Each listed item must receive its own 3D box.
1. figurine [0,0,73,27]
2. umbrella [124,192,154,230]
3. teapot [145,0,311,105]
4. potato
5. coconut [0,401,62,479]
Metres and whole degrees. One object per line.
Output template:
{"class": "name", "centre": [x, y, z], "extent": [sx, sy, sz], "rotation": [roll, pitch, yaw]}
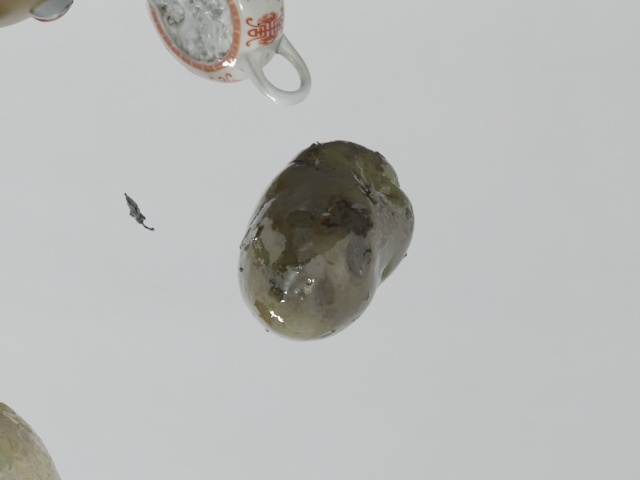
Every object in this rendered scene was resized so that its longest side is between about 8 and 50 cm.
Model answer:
{"class": "figurine", "centre": [-0.287, -0.227, 1.268], "extent": [0.167, 0.343, 0.285], "rotation": [18, 157, -30]}
{"class": "umbrella", "centre": [-0.221, -0.035, 1.894], "extent": [0.022, 0.013, 0.122], "rotation": [21, 164, 17]}
{"class": "teapot", "centre": [-0.095, -0.225, 1.552], "extent": [0.116, 0.245, 0.159], "rotation": [-24, 151, -50]}
{"class": "potato", "centre": [0.000, 0.000, 1.633], "extent": [0.165, 0.165, 0.262], "rotation": [-4, -150, 30]}
{"class": "coconut", "centre": [-0.455, 0.340, 1.805], "extent": [0.346, 0.360, 0.346], "rotation": [-34, -176, 2]}
